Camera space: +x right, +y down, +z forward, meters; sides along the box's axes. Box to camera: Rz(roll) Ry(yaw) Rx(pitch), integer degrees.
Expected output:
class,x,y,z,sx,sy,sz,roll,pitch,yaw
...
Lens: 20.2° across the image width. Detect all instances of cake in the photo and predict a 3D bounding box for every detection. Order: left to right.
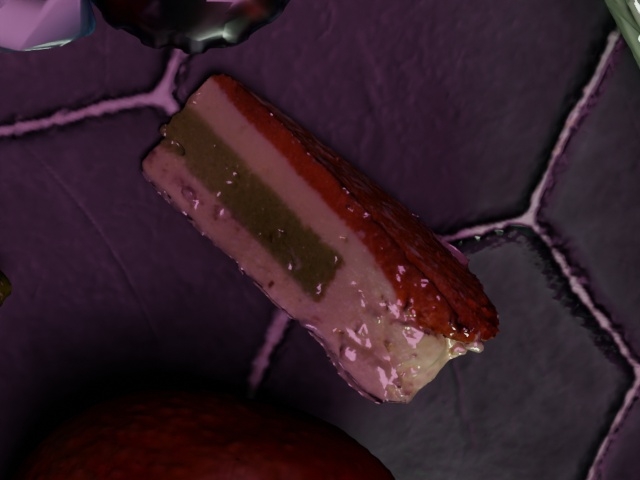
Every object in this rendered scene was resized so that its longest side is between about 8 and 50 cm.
class,x,y,z,sx,sy,sz,roll,pitch,yaw
cake,0.005,0.010,1.037,0.220,0.117,0.086,38,103,-26

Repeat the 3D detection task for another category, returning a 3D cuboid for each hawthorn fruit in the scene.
class,x,y,z,sx,sy,sz,roll,pitch,yaw
hawthorn fruit,-0.043,0.216,1.037,0.307,0.265,0.265,4,110,-26

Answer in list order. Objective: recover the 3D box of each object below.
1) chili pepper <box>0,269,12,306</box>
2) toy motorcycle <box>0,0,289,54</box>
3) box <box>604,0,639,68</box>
class,x,y,z,sx,sy,sz,roll,pitch,yaw
chili pepper,-0.257,0.089,1.015,0.073,0.072,0.204,33,98,-27
toy motorcycle,-0.211,-0.193,0.880,0.416,0.172,0.232,-6,107,2
box,0.312,-0.241,1.012,0.373,0.090,0.367,-38,127,-1
